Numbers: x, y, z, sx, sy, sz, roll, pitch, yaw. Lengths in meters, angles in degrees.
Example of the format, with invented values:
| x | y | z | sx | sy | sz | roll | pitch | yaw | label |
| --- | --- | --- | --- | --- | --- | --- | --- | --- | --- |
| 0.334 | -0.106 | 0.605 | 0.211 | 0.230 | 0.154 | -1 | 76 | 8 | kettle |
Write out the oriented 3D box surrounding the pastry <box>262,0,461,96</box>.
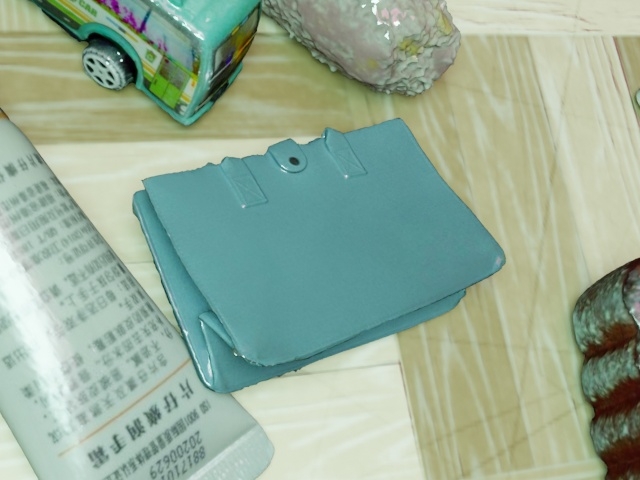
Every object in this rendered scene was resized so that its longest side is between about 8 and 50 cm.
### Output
| x | y | z | sx | sy | sz | roll | pitch | yaw | label |
| --- | --- | --- | --- | --- | --- | --- | --- | --- | --- |
| -0.012 | -0.211 | 0.738 | 0.112 | 0.103 | 0.265 | -25 | 75 | -40 | pastry |

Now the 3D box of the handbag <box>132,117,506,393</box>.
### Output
| x | y | z | sx | sy | sz | roll | pitch | yaw | label |
| --- | --- | --- | --- | --- | --- | --- | --- | --- | --- |
| 0.000 | 0.000 | 0.672 | 0.221 | 0.057 | 0.144 | -19 | 72 | -36 | handbag |

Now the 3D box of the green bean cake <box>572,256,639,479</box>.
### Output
| x | y | z | sx | sy | sz | roll | pitch | yaw | label |
| --- | --- | --- | --- | --- | --- | --- | --- | --- | --- |
| 0.283 | 0.123 | 0.723 | 0.198 | 0.097 | 0.233 | -7 | 73 | -20 | green bean cake |

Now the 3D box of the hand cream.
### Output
| x | y | z | sx | sy | sz | roll | pitch | yaw | label |
| --- | --- | --- | --- | --- | --- | --- | --- | --- | --- |
| -0.152 | 0.035 | 0.608 | 0.139 | 0.089 | 0.314 | -32 | 88 | -36 | hand cream |

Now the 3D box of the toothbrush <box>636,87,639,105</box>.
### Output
| x | y | z | sx | sy | sz | roll | pitch | yaw | label |
| --- | --- | --- | --- | --- | --- | --- | --- | --- | --- |
| 0.356 | -0.008 | 0.836 | 0.030 | 0.030 | 0.304 | -37 | 86 | -27 | toothbrush |

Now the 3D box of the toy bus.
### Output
| x | y | z | sx | sy | sz | roll | pitch | yaw | label |
| --- | --- | --- | --- | --- | --- | --- | --- | --- | --- |
| -0.158 | -0.191 | 0.680 | 0.261 | 0.109 | 0.091 | 37 | 57 | -5 | toy bus |
